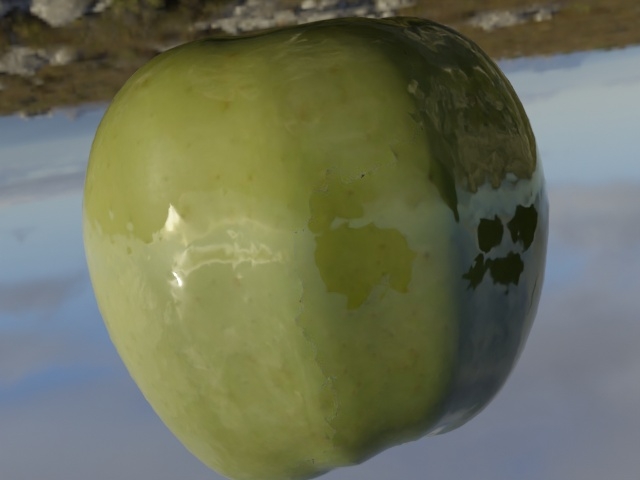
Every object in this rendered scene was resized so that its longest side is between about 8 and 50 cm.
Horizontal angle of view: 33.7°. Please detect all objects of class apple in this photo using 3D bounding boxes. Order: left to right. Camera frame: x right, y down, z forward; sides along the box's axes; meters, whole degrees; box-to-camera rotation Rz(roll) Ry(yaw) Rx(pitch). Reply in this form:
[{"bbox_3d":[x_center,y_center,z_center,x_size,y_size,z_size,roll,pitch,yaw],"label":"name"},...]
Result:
[{"bbox_3d":[0.000,0.000,0.807,0.357,0.358,0.357,-8,-174,1],"label":"apple"}]
